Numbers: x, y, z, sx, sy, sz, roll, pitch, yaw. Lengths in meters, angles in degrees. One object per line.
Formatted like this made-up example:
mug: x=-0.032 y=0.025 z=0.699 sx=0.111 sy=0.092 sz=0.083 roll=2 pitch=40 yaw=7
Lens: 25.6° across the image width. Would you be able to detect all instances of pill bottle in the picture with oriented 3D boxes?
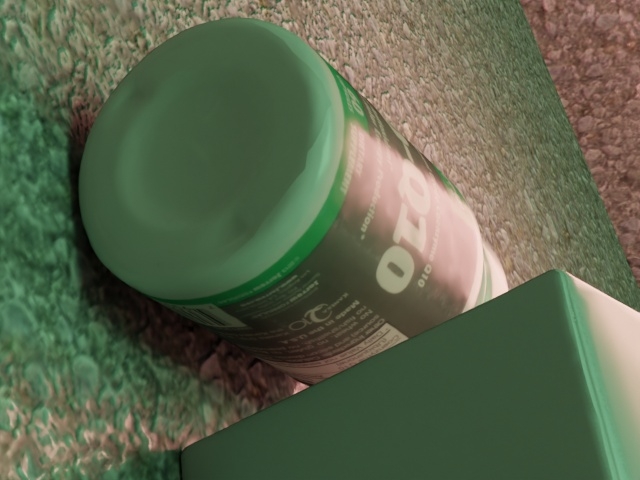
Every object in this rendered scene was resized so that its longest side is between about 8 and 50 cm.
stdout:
pill bottle: x=0.000 y=0.000 z=1.071 sx=0.361 sy=0.204 sz=0.204 roll=36 pitch=39 yaw=-55

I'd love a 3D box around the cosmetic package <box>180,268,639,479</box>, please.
cosmetic package: x=0.167 y=0.274 z=0.965 sx=0.394 sy=0.329 sz=0.327 roll=26 pitch=45 yaw=-45
